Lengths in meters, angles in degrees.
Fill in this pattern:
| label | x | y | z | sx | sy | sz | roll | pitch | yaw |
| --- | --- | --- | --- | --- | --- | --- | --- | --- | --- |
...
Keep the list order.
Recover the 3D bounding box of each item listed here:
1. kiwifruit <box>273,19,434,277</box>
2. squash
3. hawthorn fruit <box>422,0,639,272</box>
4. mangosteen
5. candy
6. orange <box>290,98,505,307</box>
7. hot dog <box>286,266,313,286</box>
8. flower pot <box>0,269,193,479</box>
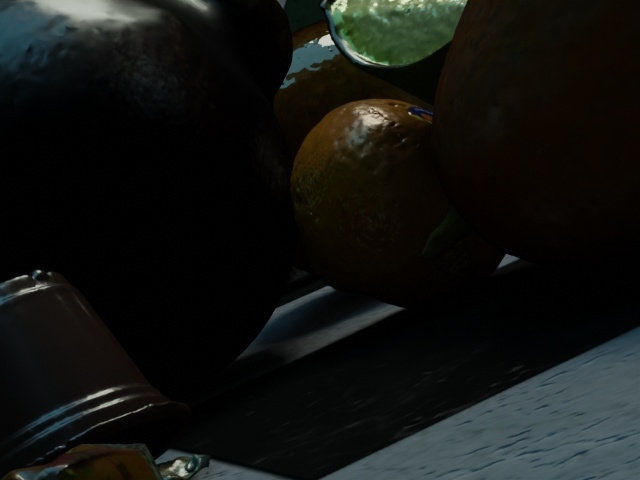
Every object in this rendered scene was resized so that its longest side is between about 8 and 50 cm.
| label | x | y | z | sx | sy | sz | roll | pitch | yaw |
| --- | --- | --- | --- | --- | --- | --- | --- | --- | --- |
| kiwifruit | 0.028 | -0.063 | 1.228 | 0.196 | 0.196 | 0.234 | -22 | 0 | -3 |
| squash | 0.145 | -0.103 | 0.986 | 0.137 | 0.137 | 0.287 | -19 | -31 | 38 |
| hawthorn fruit | 0.136 | -0.065 | 0.808 | 0.251 | 0.199 | 0.199 | -39 | -6 | 31 |
| mangosteen | -0.137 | -0.039 | 1.048 | 0.313 | 0.297 | 0.297 | -35 | 7 | -19 |
| candy | -0.095 | 0.101 | 0.641 | 0.053 | 0.046 | 0.182 | -19 | 2 | 18 |
| orange | 0.046 | -0.019 | 0.990 | 0.136 | 0.117 | 0.135 | 18 | 21 | -7 |
| hot dog | 0.000 | 0.000 | 1.535 | 0.099 | 0.053 | 0.192 | -24 | -1 | 39 |
| flower pot | -0.124 | 0.066 | 0.750 | 0.111 | 0.089 | 0.111 | -28 | -15 | -8 |
